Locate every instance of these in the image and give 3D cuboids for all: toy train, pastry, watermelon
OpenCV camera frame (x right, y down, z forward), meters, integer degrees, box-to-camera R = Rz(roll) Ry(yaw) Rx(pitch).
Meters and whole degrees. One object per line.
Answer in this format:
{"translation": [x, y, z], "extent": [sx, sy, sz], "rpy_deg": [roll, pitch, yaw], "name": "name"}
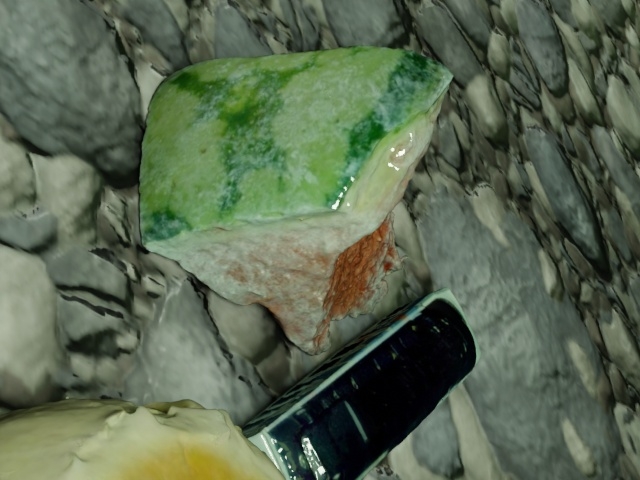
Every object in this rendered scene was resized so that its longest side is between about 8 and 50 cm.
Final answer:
{"translation": [0.018, 0.068, 0.810], "extent": [0.043, 0.047, 0.207], "rpy_deg": [64, 29, -4], "name": "toy train"}
{"translation": [-0.061, 0.122, 0.610], "extent": [0.166, 0.088, 0.166], "rpy_deg": [39, 37, -37], "name": "pastry"}
{"translation": [-0.022, -0.010, 0.816], "extent": [0.158, 0.121, 0.098], "rpy_deg": [99, 7, -59], "name": "watermelon"}
